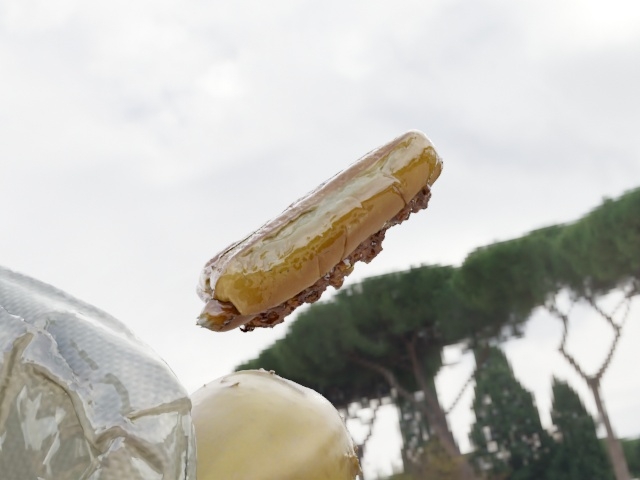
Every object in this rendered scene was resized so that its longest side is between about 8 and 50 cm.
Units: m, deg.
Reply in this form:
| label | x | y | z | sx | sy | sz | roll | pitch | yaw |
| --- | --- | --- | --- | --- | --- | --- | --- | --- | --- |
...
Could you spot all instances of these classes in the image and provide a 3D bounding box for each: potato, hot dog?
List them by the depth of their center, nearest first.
| label | x | y | z | sx | sy | sz | roll | pitch | yaw |
| --- | --- | --- | --- | --- | --- | --- | --- | --- | --- |
| potato | -0.067 | 0.171 | 0.728 | 0.146 | 0.234 | 0.150 | 14 | -47 | 25 |
| hot dog | 0.000 | 0.000 | 0.992 | 0.249 | 0.076 | 0.102 | -36 | 8 | -22 |

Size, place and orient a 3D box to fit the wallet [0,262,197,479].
| label | x | y | z | sx | sy | sz | roll | pitch | yaw |
| --- | --- | --- | --- | --- | --- | --- | --- | --- | --- |
| wallet | -0.197 | 0.123 | 0.471 | 0.335 | 0.275 | 0.068 | 18 | -22 | 25 |
